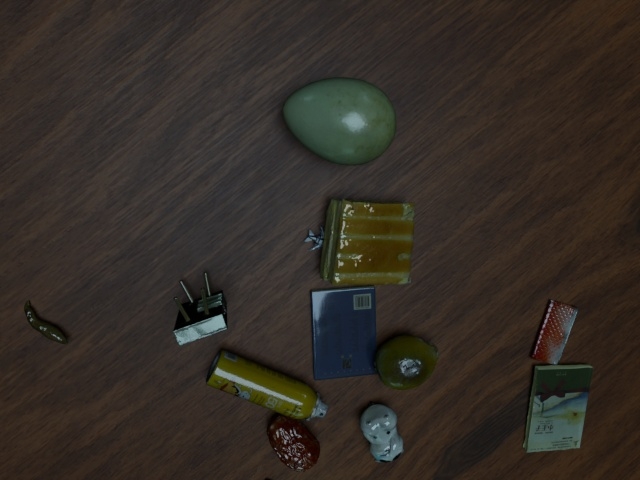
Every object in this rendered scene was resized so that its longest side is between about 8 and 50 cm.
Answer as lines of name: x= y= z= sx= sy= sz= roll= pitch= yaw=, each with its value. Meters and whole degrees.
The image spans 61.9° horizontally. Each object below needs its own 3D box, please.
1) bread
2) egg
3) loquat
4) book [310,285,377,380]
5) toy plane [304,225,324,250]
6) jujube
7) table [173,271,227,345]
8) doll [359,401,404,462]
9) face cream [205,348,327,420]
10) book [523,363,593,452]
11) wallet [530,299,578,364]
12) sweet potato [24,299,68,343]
bread: x=0.137 y=0.002 z=1.468 sx=0.246 sy=0.111 sz=0.239 roll=3 pitch=100 yaw=-22
egg: x=0.048 y=-0.309 z=1.367 sx=0.295 sy=0.218 sz=0.218 roll=15 pitch=95 yaw=-3
loquat: x=0.249 y=0.348 z=1.537 sx=0.195 sy=0.152 sz=0.152 roll=-15 pitch=100 yaw=1
book: x=0.070 y=0.268 z=1.553 sx=0.191 sy=0.025 sz=0.269 roll=-4 pitch=99 yaw=-8
toy plane: x=0.000 y=0.000 z=1.498 sx=0.083 sy=0.031 sz=0.078 roll=21 pitch=109 yaw=-10
jujube: x=-0.081 y=0.577 z=1.534 sx=0.176 sy=0.109 sz=0.112 roll=51 pitch=51 yaw=-5
table: x=-0.311 y=0.161 z=1.359 sx=0.122 sy=0.240 sz=0.111 roll=-19 pitch=101 yaw=-8
doll: x=0.184 y=0.574 z=1.575 sx=0.110 sy=0.107 sz=0.180 roll=-18 pitch=100 yaw=1
face cream: x=-0.140 y=0.417 z=1.496 sx=0.349 sy=0.105 sz=0.105 roll=26 pitch=93 yaw=-13
book: x=0.758 y=0.535 z=1.706 sx=0.201 sy=0.026 sz=0.289 roll=0 pitch=101 yaw=-11
wallet: x=0.732 y=0.289 z=1.674 sx=0.103 sy=0.020 sz=0.196 roll=17 pitch=95 yaw=-12
sweet potato: x=-0.725 y=0.224 z=1.400 sx=0.153 sy=0.038 sz=0.041 roll=44 pitch=65 yaw=-5
